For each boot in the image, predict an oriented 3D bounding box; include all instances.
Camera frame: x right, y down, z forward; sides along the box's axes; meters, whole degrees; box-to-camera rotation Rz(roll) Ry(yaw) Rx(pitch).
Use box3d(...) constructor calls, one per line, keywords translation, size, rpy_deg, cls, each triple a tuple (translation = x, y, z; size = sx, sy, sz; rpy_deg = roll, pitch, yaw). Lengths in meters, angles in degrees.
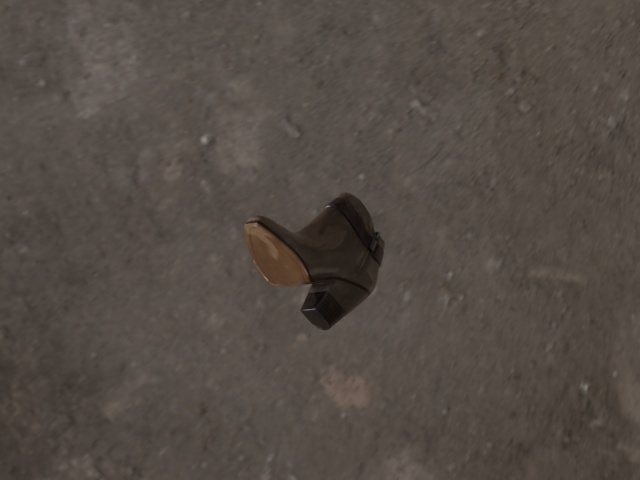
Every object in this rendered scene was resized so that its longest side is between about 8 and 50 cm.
box3d(translation=(0.000, 0.000, 0.931), size=(0.042, 0.087, 0.118), rpy_deg=(2, 138, 39), cls="boot")
